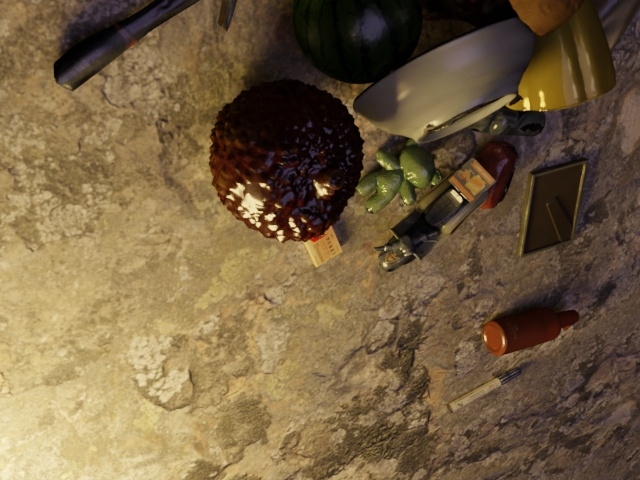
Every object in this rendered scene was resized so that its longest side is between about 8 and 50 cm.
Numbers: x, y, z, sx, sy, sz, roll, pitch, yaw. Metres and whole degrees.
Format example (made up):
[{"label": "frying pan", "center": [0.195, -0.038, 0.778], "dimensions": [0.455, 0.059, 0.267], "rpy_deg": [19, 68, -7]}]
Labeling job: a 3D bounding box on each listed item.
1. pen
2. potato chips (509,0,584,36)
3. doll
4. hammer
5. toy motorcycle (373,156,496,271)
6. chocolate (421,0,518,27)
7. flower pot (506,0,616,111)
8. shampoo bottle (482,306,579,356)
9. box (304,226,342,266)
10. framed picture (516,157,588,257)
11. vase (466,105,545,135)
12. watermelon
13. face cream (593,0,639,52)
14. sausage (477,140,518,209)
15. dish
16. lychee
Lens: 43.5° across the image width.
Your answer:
[{"label": "pen", "center": [0.389, 0.353, 1.898], "dimensions": [0.204, 0.025, 0.025], "rpy_deg": [-25, 129, -15]}, {"label": "potato chips", "center": [0.328, -0.377, 1.098], "dimensions": [0.195, 0.062, 0.208], "rpy_deg": [-31, 129, -33]}, {"label": "doll", "center": [0.133, -0.112, 1.428], "dimensions": [0.150, 0.077, 0.115], "rpy_deg": [-30, 93, 3]}, {"label": "hammer", "center": [-0.240, -0.296, 1.103], "dimensions": [0.290, 0.037, 0.137], "rpy_deg": [-37, 129, -5]}, {"label": "toy motorcycle", "center": [0.201, -0.037, 1.459], "dimensions": [0.263, 0.091, 0.157], "rpy_deg": [-44, 172, 9]}, {"label": "chocolate", "center": [0.231, -0.462, 1.156], "dimensions": [0.225, 0.210, 0.340], "rpy_deg": [-19, 127, -17]}, {"label": "flower pot", "center": [0.393, -0.335, 1.357], "dimensions": [0.195, 0.195, 0.179], "rpy_deg": [-24, 115, -15]}, {"label": "shampoo bottle", "center": [0.486, 0.198, 1.817], "dimensions": [0.244, 0.085, 0.085], "rpy_deg": [-9, 124, -27]}, {"label": "box", "center": [0.000, 0.000, 1.449], "dimensions": [0.058, 0.015, 0.093], "rpy_deg": [-30, 131, -8]}, {"label": "framed picture", "center": [0.488, -0.068, 1.688], "dimensions": [0.150, 0.015, 0.203], "rpy_deg": [-16, 126, -21]}, {"label": "vase", "center": [0.314, -0.223, 1.456], "dimensions": [0.211, 0.060, 0.060], "rpy_deg": [-1, 120, -30]}, {"label": "watermelon", "center": [0.052, -0.330, 1.152], "dimensions": [0.188, 0.188, 0.214], "rpy_deg": [-29, 137, -11]}, {"label": "face cream", "center": [0.530, -0.433, 1.441], "dimensions": [0.137, 0.084, 0.341], "rpy_deg": [6, 124, -34]}, {"label": "sausage", "center": [0.326, -0.125, 1.520], "dimensions": [0.076, 0.076, 0.141], "rpy_deg": [-4, 123, -28]}, {"label": "dish", "center": [0.209, -0.226, 1.240], "dimensions": [0.316, 0.316, 0.106], "rpy_deg": [-23, 87, -16]}, {"label": "lychee", "center": [-0.056, -0.120, 1.169], "dimensions": [0.236, 0.271, 0.235], "rpy_deg": [-11, 114, -26]}]
